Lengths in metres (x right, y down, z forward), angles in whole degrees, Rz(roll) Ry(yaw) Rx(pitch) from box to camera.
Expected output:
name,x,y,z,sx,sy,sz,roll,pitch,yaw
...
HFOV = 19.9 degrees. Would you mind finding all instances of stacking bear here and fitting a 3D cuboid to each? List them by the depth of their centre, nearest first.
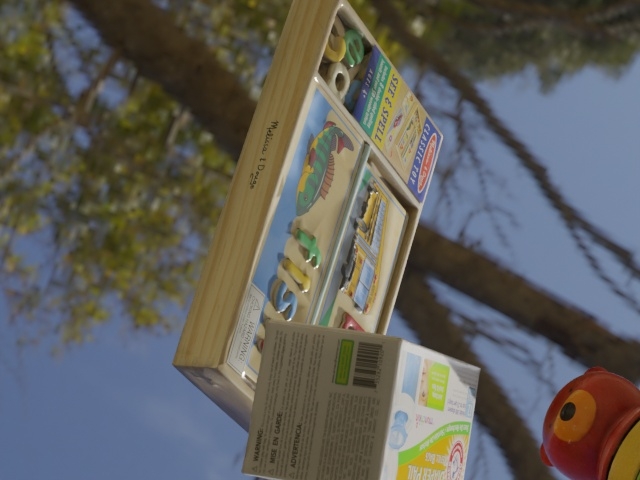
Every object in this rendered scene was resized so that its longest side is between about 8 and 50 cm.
name,x,y,z,sx,sy,sz,roll,pitch,yaw
stacking bear,0.317,0.211,1.635,0.164,0.175,0.289,23,-175,-46

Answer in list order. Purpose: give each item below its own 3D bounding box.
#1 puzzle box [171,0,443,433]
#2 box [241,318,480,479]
name,x,y,z,sx,sy,sz,roll,pitch,yaw
puzzle box,0.000,0.000,1.763,0.052,0.272,0.409,3,-117,30
box,0.035,0.130,1.336,0.103,0.114,0.203,7,174,22
